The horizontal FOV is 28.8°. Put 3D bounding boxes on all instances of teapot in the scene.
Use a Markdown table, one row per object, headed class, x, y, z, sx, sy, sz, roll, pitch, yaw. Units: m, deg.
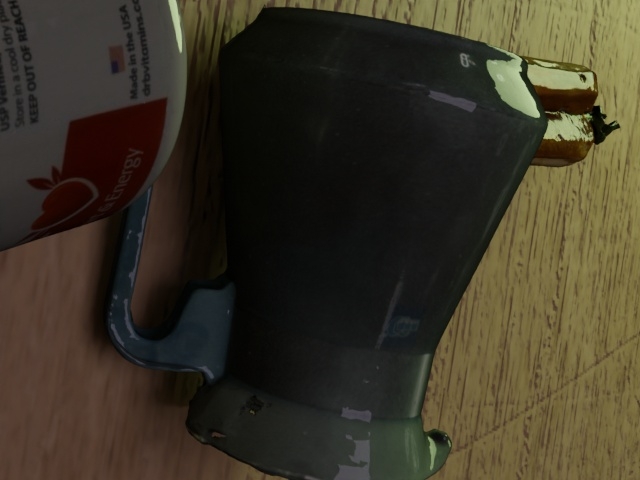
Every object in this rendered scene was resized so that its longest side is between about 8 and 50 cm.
| class | x | y | z | sx | sy | sz | roll | pitch | yaw |
| --- | --- | --- | --- | --- | --- | --- | --- | --- | --- |
| teapot | 0.000 | 0.000 | 0.645 | 0.203 | 0.171 | 0.225 | 11 | 94 | -15 |

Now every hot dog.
| class | x | y | z | sx | sy | sz | roll | pitch | yaw |
| --- | --- | --- | --- | --- | --- | --- | --- | --- | --- |
| hot dog | 0.129 | -0.086 | 0.828 | 0.188 | 0.055 | 0.072 | -2 | 99 | -46 |

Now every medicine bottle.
| class | x | y | z | sx | sy | sz | roll | pitch | yaw |
| --- | --- | --- | --- | --- | --- | --- | --- | --- | --- |
| medicine bottle | -0.198 | -0.048 | 0.419 | 0.288 | 0.157 | 0.157 | -22 | 110 | -42 |
